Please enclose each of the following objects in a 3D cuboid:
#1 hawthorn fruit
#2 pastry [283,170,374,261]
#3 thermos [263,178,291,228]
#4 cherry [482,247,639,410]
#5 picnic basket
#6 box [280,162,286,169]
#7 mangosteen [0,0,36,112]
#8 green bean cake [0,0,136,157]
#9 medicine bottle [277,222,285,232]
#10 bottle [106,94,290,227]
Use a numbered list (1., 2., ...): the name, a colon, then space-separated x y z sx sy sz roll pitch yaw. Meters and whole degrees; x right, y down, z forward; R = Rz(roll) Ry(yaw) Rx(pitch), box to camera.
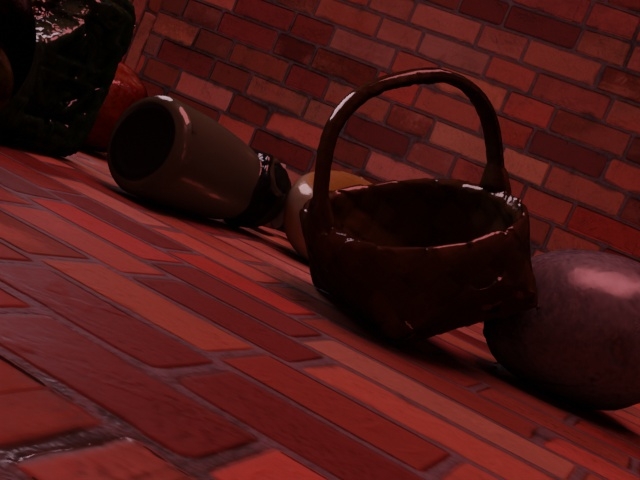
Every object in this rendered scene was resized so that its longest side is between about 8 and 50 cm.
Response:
1. hawthorn fruit: -0.475 -0.286 1.823 0.249 0.215 0.215 11 12 -46
2. pastry: 0.053 -0.026 1.587 0.264 0.133 0.265 17 21 -7
3. thermos: -0.169 -0.090 1.727 0.193 0.105 0.137 14 22 15
4. cherry: 0.374 0.122 1.247 0.296 0.218 0.255 8 13 -18
5. picnic basket: 0.116 -0.064 1.160 0.293 0.337 0.337 -13 19 -21
6. box: -0.187 -0.135 1.891 0.139 0.073 0.194 -21 -28 39
7. mangosteen: -0.468 -0.223 1.016 0.287 0.288 0.233 21 -23 -28
8. green bean cake: -0.455 -0.301 1.419 0.169 0.300 0.308 25 4 17
9. medicine bottle: 0.000 0.000 1.751 0.208 0.054 0.090 27 9 30
10. bottle: -0.187 -0.117 1.508 0.168 0.168 0.347 26 3 33
